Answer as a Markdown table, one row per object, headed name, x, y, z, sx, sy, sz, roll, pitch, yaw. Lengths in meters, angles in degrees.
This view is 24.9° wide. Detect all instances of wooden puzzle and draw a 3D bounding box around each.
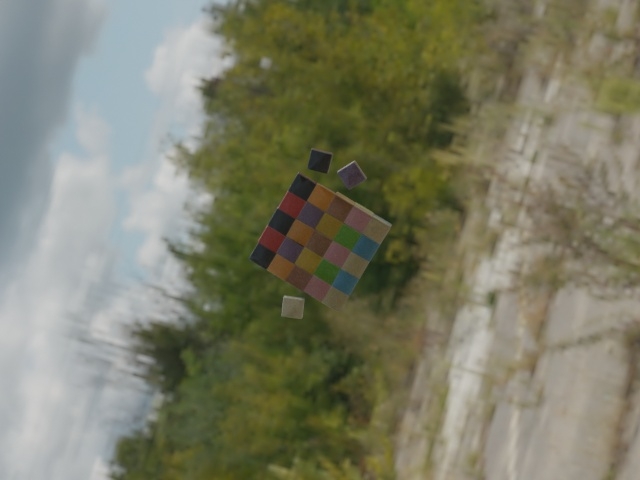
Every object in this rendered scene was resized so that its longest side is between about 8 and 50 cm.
| name | x | y | z | sx | sy | sz | roll | pitch | yaw |
| --- | --- | --- | --- | --- | --- | --- | --- | --- | --- |
| wooden puzzle | 0.000 | 0.000 | 0.663 | 0.083 | 0.049 | 0.006 | -59 | 2 | 21 |
